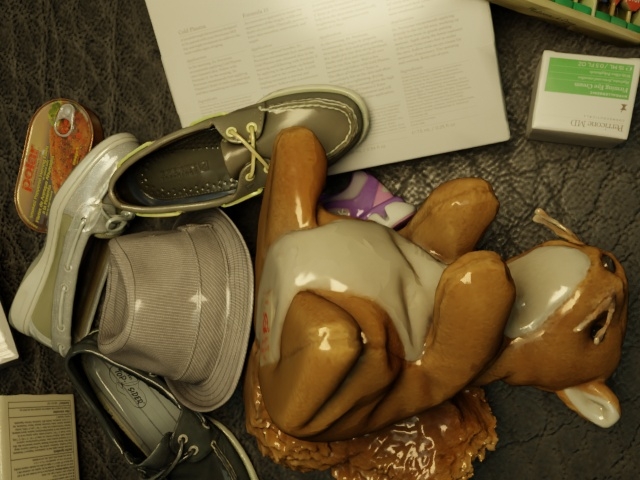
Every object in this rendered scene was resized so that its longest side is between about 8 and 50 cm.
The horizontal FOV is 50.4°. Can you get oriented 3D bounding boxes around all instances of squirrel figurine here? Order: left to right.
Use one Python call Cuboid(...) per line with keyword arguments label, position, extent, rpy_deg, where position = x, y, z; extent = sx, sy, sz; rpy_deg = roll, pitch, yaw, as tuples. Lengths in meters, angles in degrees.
Cuboid(label="squirrel figurine", position=(0.117, 0.117, 0.722), extent=(0.370, 0.281, 0.397), rpy_deg=(4, 127, -16))

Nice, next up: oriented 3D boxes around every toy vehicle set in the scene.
Cuboid(label="toy vehicle set", position=(0.255, -0.316, 0.711), extent=(0.266, 0.035, 0.166), rpy_deg=(6, 94, -28))

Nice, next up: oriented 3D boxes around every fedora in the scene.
Cuboid(label="fedora", position=(-0.189, 0.071, 0.796), extent=(0.124, 0.275, 0.244), rpy_deg=(7, 102, -28))

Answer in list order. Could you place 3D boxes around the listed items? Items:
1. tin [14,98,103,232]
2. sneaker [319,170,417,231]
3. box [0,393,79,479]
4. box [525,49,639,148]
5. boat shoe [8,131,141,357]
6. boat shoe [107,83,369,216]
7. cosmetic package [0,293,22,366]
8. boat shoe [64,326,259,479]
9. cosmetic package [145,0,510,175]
Cuboid(label="tin", position=(-0.369, -0.104, 0.961), extent=(0.106, 0.040, 0.190), rpy_deg=(15, 94, 10))
Cuboid(label="sneaker", position=(0.000, 0.000, 0.842), extent=(0.236, 0.095, 0.105), rpy_deg=(-36, 75, 7))
Cuboid(label="box", position=(-0.411, 0.327, 0.893), extent=(0.126, 0.148, 0.232), rpy_deg=(-14, 74, 16))
Cuboid(label="box", position=(0.287, -0.154, 0.756), extent=(0.101, 0.102, 0.087), rpy_deg=(9, 94, 13))
Cuboid(label="boat shoe", position=(-0.306, 0.007, 0.909), extent=(0.103, 0.118, 0.320), rpy_deg=(32, 102, 6))
Cuboid(label="boat shoe", position=(-0.094, -0.093, 0.759), extent=(0.305, 0.091, 0.109), rpy_deg=(-14, 106, 16))
Cuboid(label="cosmetic package", position=(-0.488, 0.066, 0.954), extent=(0.060, 0.099, 0.239), rpy_deg=(-19, 84, -22))
Cuboid(label="boat shoe", position=(-0.210, 0.252, 0.880), extent=(0.127, 0.113, 0.340), rpy_deg=(-38, 81, 11))
Cuboid(label="cosmetic package", position=(0.007, -0.225, 0.792), extent=(0.377, 0.097, 0.285), rpy_deg=(-9, 109, 14))
